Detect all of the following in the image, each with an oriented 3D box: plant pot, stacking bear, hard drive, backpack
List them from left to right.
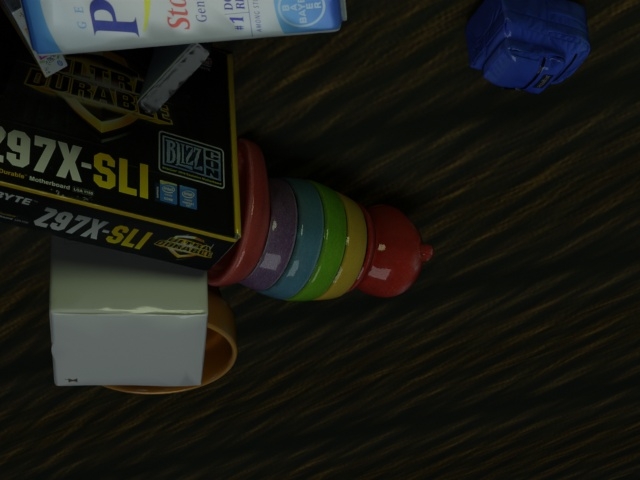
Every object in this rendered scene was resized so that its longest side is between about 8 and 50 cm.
[{"bbox_3d":[-0.212,0.068,2.119,0.205,0.188,0.205,-3,148,-2],"label":"plant pot"},{"bbox_3d":[-0.131,-0.190,1.594,0.022,0.135,0.094,36,122,-19],"label":"hard drive"},{"bbox_3d":[0.000,0.000,2.076,0.289,0.164,0.175,11,146,-30],"label":"stacking bear"},{"bbox_3d":[0.230,-0.212,1.805,0.120,0.101,0.098,7,153,-23],"label":"backpack"}]

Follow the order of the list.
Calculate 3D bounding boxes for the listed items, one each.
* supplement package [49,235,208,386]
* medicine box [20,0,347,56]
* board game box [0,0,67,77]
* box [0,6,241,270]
[{"bbox_3d":[-0.220,0.001,1.913,0.175,0.293,0.177,1,148,-7],"label":"supplement package"},{"bbox_3d":[-0.133,-0.320,1.476,0.289,0.149,0.263,-5,129,2],"label":"medicine box"},{"bbox_3d":[-0.308,-0.246,1.643,0.026,0.154,0.103,-30,147,-8],"label":"board game box"},{"bbox_3d":[-0.245,-0.123,1.747,0.322,0.257,0.079,15,144,-26],"label":"box"}]
